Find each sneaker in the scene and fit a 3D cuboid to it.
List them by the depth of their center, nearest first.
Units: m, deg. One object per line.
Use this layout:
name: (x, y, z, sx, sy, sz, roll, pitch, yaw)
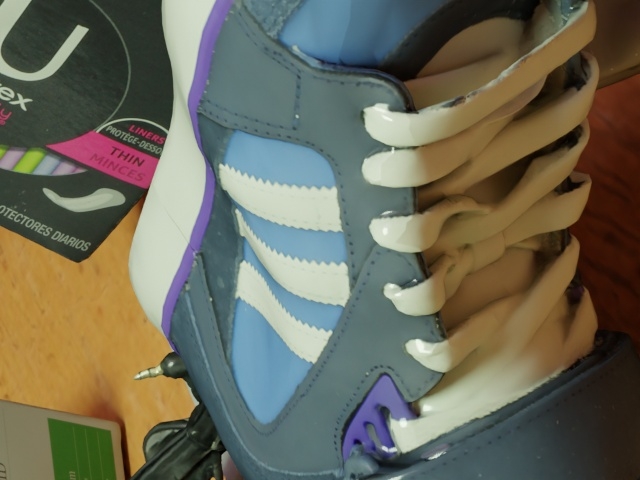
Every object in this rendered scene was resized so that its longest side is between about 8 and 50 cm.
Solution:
sneaker: (0.057, 0.016, 0.608, 0.236, 0.130, 0.323, 51, 149, 18)

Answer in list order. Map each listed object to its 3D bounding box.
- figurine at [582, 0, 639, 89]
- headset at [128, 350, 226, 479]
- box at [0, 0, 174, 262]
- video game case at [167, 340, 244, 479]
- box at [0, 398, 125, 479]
figurine: (0.091, -0.165, 0.616, 0.215, 0.092, 0.209, 147, 101, -77)
headset: (-0.067, 0.217, 0.703, 0.185, 0.243, 0.394, -44, 27, 37)
box: (-0.107, -0.143, 0.942, 0.270, 0.165, 0.143, -47, 27, 38)
video game case: (0.000, 0.000, 0.872, 0.212, 0.023, 0.193, -59, 36, 25)
box: (-0.153, 0.147, 0.990, 0.102, 0.087, 0.101, -46, 42, 39)
